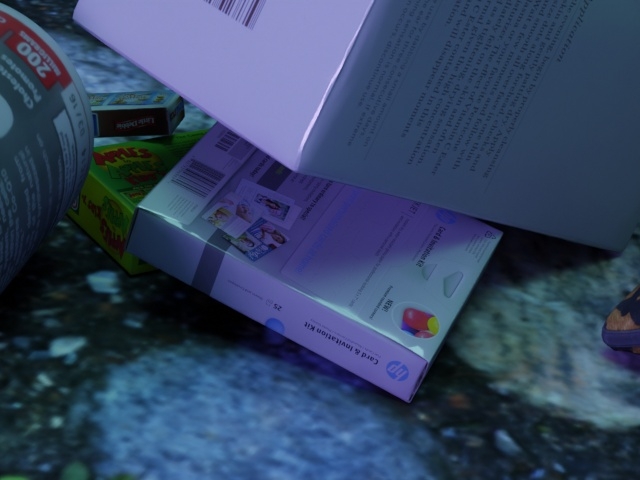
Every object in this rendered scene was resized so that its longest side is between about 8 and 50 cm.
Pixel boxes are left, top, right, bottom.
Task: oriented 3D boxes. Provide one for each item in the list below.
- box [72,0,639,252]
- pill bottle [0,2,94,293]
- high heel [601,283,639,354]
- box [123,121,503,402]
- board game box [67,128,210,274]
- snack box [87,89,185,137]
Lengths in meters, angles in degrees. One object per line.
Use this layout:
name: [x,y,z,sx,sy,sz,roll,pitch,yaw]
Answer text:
box: [0.061,-0.131,1.043,0.215,0.168,0.345,35,14,37]
pill bottle: [-0.237,-0.013,0.874,0.161,0.161,0.283,13,28,7]
high heel: [0.258,0.006,1.088,0.186,0.093,0.261,-16,11,5]
box: [0.000,0.000,0.991,0.186,0.038,0.145,26,38,7]
board game box: [-0.064,-0.033,1.084,0.181,0.043,0.092,-12,34,-34]
snack box: [-0.183,-0.082,1.113,0.178,0.022,0.064,-2,14,5]
